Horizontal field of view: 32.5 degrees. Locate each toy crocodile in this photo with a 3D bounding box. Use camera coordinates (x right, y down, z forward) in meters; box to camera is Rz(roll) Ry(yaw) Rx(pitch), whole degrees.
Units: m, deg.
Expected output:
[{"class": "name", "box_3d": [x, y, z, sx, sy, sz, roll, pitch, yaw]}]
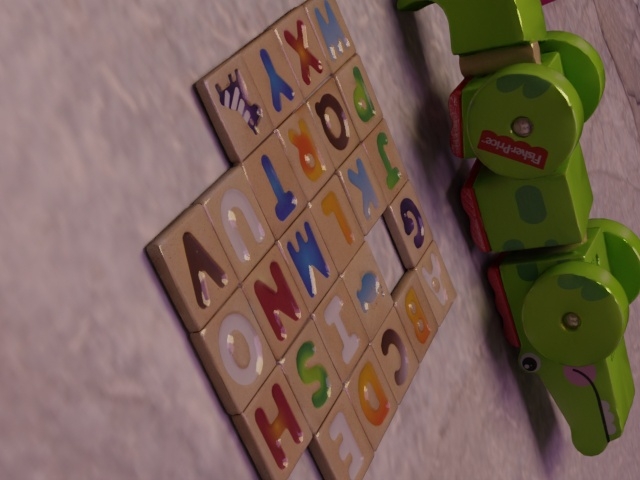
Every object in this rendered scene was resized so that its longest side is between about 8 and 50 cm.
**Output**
[{"class": "toy crocodile", "box_3d": [0.138, -0.021, 0.705, 0.115, 0.105, 0.340, -48, 124, -57]}]

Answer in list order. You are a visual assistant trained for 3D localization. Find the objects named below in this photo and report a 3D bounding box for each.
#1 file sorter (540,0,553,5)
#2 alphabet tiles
[{"class": "file sorter", "box_3d": [0.215, -0.351, 0.869, 0.182, 0.202, 0.290, 56, 35, -27]}, {"class": "alphabet tiles", "box_3d": [0.000, 0.000, 0.530, 0.198, 0.009, 0.237, 66, 30, -18]}]
